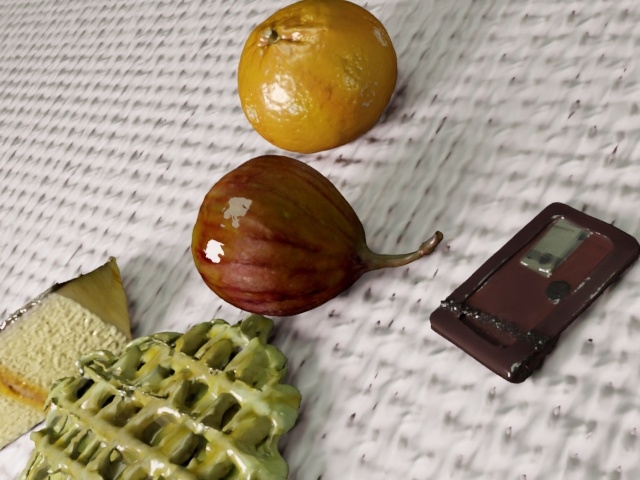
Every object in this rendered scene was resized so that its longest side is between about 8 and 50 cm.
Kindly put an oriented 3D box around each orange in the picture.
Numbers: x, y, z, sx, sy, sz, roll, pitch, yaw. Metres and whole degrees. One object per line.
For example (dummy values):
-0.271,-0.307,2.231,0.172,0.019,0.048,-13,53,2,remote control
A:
-0.006,-0.180,1.048,0.178,0.155,0.177,-17,35,12,orange

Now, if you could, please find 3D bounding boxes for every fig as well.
-0.024,0.006,0.906,0.148,0.202,0.149,-63,20,-1,fig

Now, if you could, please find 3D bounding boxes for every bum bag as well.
0.174,0.039,0.787,0.159,0.026,0.109,-41,38,-9,bum bag

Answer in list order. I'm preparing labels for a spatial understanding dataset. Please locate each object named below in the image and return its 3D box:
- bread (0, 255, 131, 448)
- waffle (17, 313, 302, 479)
-0.339,0.099,1.065,0.240,0.135,0.178,-36,38,10,bread
-0.161,0.194,0.873,0.317,0.073,0.297,-24,40,21,waffle
